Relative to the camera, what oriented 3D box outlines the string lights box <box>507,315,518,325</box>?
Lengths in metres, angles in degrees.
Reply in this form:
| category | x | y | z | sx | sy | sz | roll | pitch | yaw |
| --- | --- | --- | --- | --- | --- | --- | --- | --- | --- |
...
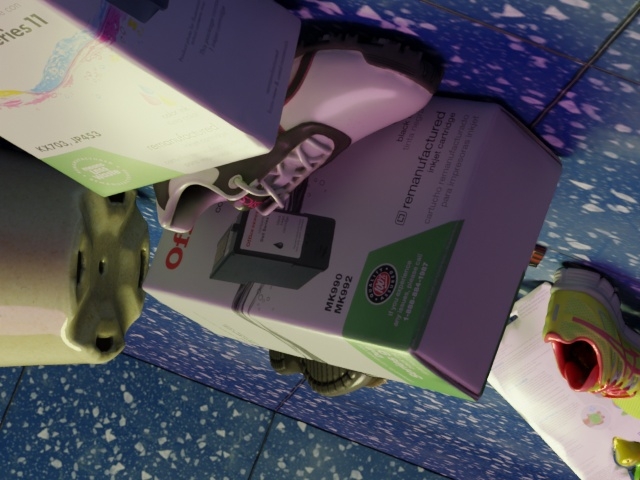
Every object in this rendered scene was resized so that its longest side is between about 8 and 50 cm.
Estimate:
| category | x | y | z | sx | sy | sz | roll | pitch | yaw |
| --- | --- | --- | --- | --- | --- | --- | --- | --- | --- |
| string lights box | 0.088 | 0.052 | 1.970 | 0.133 | 0.077 | 0.259 | 6 | 161 | 47 |

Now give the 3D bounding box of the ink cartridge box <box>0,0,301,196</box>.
| category | x | y | z | sx | sy | sz | roll | pitch | yaw |
| --- | --- | --- | --- | --- | --- | --- | --- | --- | --- |
| ink cartridge box | -0.211 | -0.172 | 1.292 | 0.207 | 0.119 | 0.353 | -13 | 145 | 45 |

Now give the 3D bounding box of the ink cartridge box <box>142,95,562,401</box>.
| category | x | y | z | sx | sy | sz | roll | pitch | yaw |
| --- | --- | --- | --- | --- | --- | --- | --- | --- | --- |
| ink cartridge box | 0.021 | -0.010 | 1.492 | 0.289 | 0.211 | 0.121 | 10 | 165 | 38 |

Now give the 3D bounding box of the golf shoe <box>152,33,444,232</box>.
| category | x | y | z | sx | sy | sz | roll | pitch | yaw |
| --- | --- | --- | --- | --- | --- | --- | --- | --- | --- |
| golf shoe | -0.020 | -0.079 | 1.412 | 0.273 | 0.120 | 0.105 | -13 | 151 | 39 |

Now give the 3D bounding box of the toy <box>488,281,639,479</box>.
| category | x | y | z | sx | sy | sz | roll | pitch | yaw |
| --- | --- | --- | --- | --- | --- | --- | --- | --- | --- |
| toy | 0.275 | 0.154 | 1.937 | 0.237 | 0.056 | 0.137 | 49 | 123 | -4 |

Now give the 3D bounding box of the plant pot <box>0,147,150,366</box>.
| category | x | y | z | sx | sy | sz | roll | pitch | yaw |
| --- | --- | --- | --- | --- | --- | --- | --- | --- | --- |
| plant pot | -0.378 | 0.019 | 2.125 | 0.305 | 0.334 | 0.334 | 4 | 163 | 19 |

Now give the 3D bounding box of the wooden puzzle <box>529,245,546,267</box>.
| category | x | y | z | sx | sy | sz | roll | pitch | yaw |
| --- | --- | --- | --- | --- | --- | --- | --- | --- | --- |
| wooden puzzle | 0.192 | 0.008 | 1.775 | 0.049 | 0.006 | 0.083 | 20 | 168 | 3 |

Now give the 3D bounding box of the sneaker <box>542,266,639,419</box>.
| category | x | y | z | sx | sy | sz | roll | pitch | yaw |
| --- | --- | --- | --- | --- | --- | --- | --- | --- | --- |
| sneaker | 0.274 | 0.122 | 1.807 | 0.081 | 0.094 | 0.208 | -7 | 135 | 43 |

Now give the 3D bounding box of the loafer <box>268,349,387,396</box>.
| category | x | y | z | sx | sy | sz | roll | pitch | yaw |
| --- | --- | --- | --- | --- | --- | --- | --- | --- | --- |
| loafer | 0.033 | 0.111 | 2.266 | 0.130 | 0.134 | 0.366 | -4 | -176 | -16 |

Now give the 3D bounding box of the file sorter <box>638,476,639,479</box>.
| category | x | y | z | sx | sy | sz | roll | pitch | yaw |
| --- | --- | --- | --- | --- | --- | --- | --- | --- | --- |
| file sorter | 0.342 | 0.091 | 1.239 | 0.202 | 0.291 | 0.182 | 19 | 170 | 9 |

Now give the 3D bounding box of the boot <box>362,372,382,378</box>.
| category | x | y | z | sx | sy | sz | roll | pitch | yaw |
| --- | --- | --- | --- | --- | --- | --- | --- | --- | --- |
| boot | 0.078 | 0.122 | 1.994 | 0.121 | 0.045 | 0.099 | 7 | 166 | 22 |
